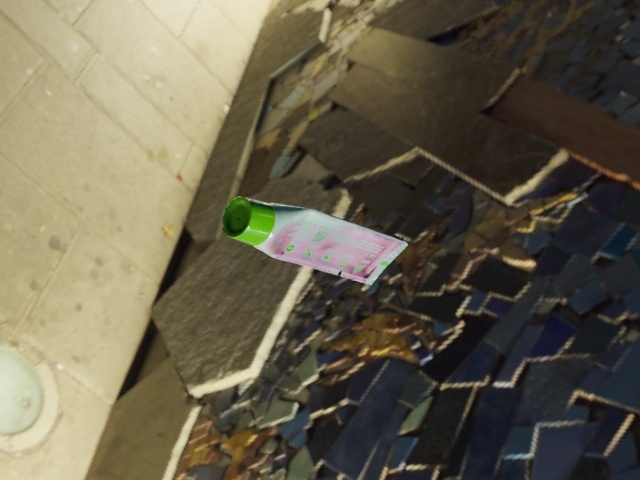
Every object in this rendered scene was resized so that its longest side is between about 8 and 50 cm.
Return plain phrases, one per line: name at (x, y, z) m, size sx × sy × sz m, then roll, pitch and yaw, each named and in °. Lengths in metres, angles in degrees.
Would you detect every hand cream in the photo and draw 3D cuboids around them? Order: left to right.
hand cream at (0.001, 0.001, 1.002) m, size 0.275 × 0.079 × 0.050 m, roll 16°, pitch 60°, yaw -45°
